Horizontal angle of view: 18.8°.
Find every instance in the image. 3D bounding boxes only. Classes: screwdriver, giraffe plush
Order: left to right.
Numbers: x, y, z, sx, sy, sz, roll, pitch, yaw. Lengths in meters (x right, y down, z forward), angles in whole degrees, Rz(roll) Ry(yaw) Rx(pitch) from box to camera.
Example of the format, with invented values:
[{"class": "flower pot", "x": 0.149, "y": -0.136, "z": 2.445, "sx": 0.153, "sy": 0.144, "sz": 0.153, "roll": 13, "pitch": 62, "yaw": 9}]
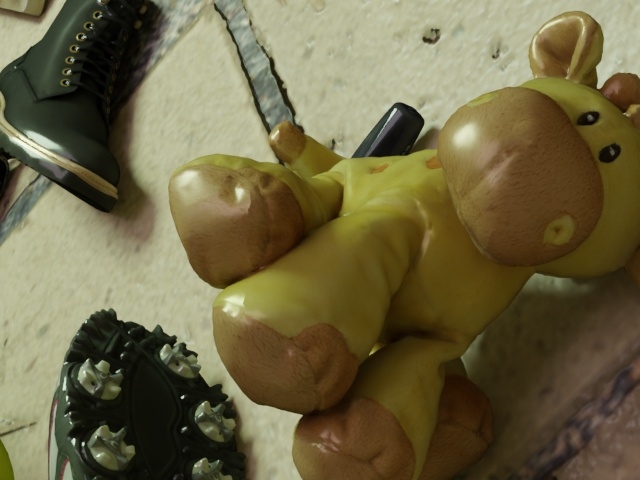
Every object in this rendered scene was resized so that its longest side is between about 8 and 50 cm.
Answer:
[{"class": "screwdriver", "x": 0.000, "y": 0.000, "z": 0.989, "sx": 0.170, "sy": 0.024, "sz": 0.025, "roll": -55, "pitch": 4, "yaw": 19}, {"class": "giraffe plush", "x": 0.065, "y": -0.003, "z": 0.811, "sx": 0.170, "sy": 0.181, "sz": 0.210, "roll": -28, "pitch": 10, "yaw": 24}]

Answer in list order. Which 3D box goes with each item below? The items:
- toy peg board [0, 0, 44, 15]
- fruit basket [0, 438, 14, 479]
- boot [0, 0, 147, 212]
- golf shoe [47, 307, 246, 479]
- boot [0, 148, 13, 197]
[{"class": "toy peg board", "x": -0.253, "y": -0.257, "z": 1.411, "sx": 0.161, "sy": 0.079, "sz": 0.161, "roll": 20, "pitch": 98, "yaw": 56}, {"class": "fruit basket", "x": -0.227, "y": 0.246, "z": 0.812, "sx": 0.392, "sy": 0.283, "sz": 0.392, "roll": 27, "pitch": 128, "yaw": 41}, {"class": "boot", "x": -0.145, "y": -0.106, "z": 1.207, "sx": 0.137, "sy": 0.077, "sz": 0.198, "roll": -52, "pitch": 35, "yaw": 2}, {"class": "golf shoe", "x": -0.102, "y": 0.153, "z": 0.931, "sx": 0.120, "sy": 0.105, "sz": 0.273, "roll": -46, "pitch": 35, "yaw": 32}, {"class": "boot", "x": -0.343, "y": 0.006, "z": 1.335, "sx": 0.229, "sy": 0.091, "sz": 0.263, "roll": 28, "pitch": 81, "yaw": 46}]
